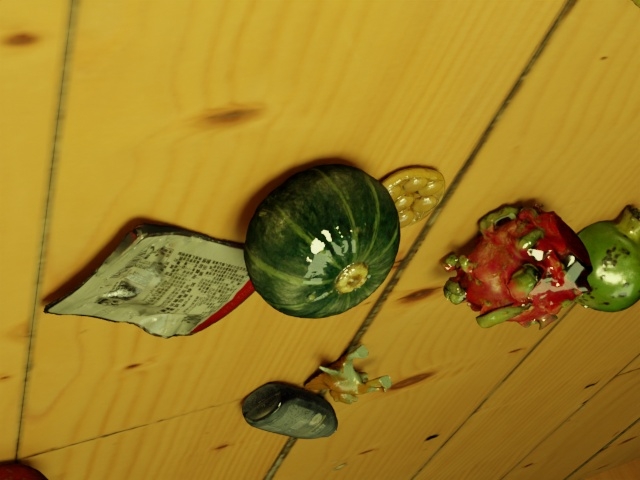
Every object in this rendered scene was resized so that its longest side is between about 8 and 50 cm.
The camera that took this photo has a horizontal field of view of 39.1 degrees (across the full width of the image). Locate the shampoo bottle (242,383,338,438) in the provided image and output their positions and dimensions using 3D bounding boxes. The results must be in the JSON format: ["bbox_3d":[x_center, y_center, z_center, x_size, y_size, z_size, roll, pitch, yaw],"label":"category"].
[{"bbox_3d":[-0.037,0.270,1.400,0.087,0.049,0.233,-35,151,11],"label":"shampoo bottle"}]

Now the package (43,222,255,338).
[{"bbox_3d":[-0.157,0.050,0.952,0.154,0.030,0.239,-40,149,20],"label":"package"}]

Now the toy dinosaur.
[{"bbox_3d":[0.024,0.206,1.364,0.142,0.057,0.212,-23,147,36],"label":"toy dinosaur"}]

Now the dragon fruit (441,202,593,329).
[{"bbox_3d":[0.252,0.042,1.169,0.172,0.160,0.166,-39,168,25],"label":"dragon fruit"}]

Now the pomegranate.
[{"bbox_3d":[0.439,0.039,1.349,0.143,0.122,0.169,27,129,-22],"label":"pomegranate"}]

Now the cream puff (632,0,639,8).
[{"bbox_3d":[0.401,-0.265,0.752,0.281,0.185,0.282,-19,147,-13],"label":"cream puff"}]

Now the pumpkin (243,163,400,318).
[{"bbox_3d":[0.002,0.001,0.908,0.167,0.125,0.167,-23,152,-13],"label":"pumpkin"}]

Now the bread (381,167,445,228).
[{"bbox_3d":[0.091,-0.045,1.014,0.110,0.024,0.110,-20,150,-12],"label":"bread"}]

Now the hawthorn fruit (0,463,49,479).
[{"bbox_3d":[-0.392,0.358,1.144,0.194,0.157,0.157,-15,151,-42],"label":"hawthorn fruit"}]
